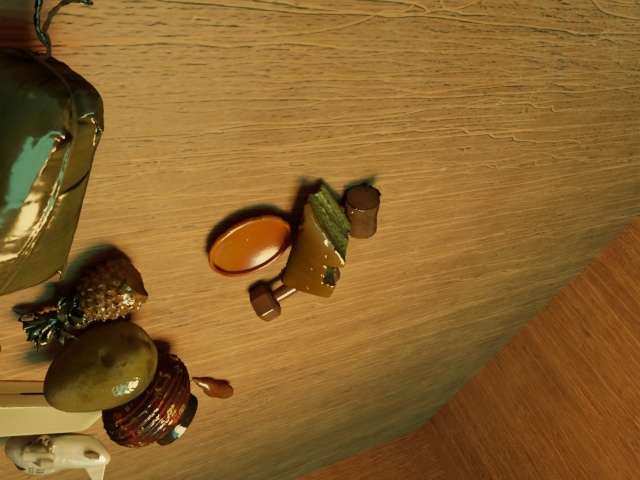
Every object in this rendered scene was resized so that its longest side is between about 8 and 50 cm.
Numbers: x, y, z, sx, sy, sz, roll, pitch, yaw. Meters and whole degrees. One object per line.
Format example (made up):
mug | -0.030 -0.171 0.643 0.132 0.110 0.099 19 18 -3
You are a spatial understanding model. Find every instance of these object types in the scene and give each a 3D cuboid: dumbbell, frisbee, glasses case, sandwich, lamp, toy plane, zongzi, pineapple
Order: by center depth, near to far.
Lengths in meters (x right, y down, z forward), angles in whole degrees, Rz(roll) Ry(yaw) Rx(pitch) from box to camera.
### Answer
zongzi | -0.410 -0.069 0.607 0.418 0.181 0.447 -36 164 -51
pineapple | -0.452 0.129 1.067 0.251 0.125 0.125 -27 150 5
frisbee | -0.152 0.007 1.207 0.192 0.035 0.192 -23 148 -15
sandwich | 0.000 0.000 1.221 0.128 0.122 0.236 18 136 -2
glasses case | -0.661 0.393 1.315 0.131 0.070 0.313 -43 147 20
lamp | -0.420 0.376 1.353 0.247 0.247 0.247 -21 148 -14
dumbbell | -0.063 0.110 1.387 0.231 0.082 0.092 -31 151 3
toy plane | -0.660 0.536 1.418 0.252 0.118 0.252 10 168 2

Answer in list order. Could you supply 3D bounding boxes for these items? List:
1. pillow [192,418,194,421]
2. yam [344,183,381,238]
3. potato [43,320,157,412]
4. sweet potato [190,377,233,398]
pillow | -0.491 0.577 1.764 0.135 0.034 0.211 -34 151 4
yam | 0.093 -0.060 1.272 0.084 0.084 0.127 -22 146 -13
potato | -0.474 0.278 1.198 0.251 0.174 0.159 -29 129 3
sweet potato | -0.326 0.443 1.692 0.056 0.056 0.195 -35 143 10
